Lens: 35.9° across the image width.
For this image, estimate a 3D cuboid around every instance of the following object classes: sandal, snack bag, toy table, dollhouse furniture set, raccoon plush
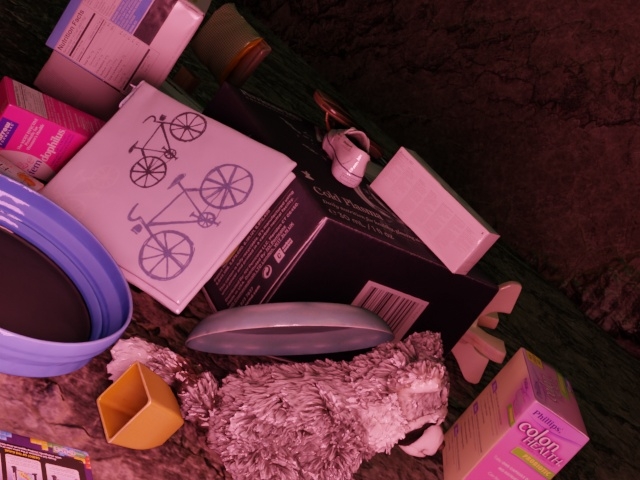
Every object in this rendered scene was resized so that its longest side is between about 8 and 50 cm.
[{"bbox_3d":[0.050,-0.222,1.994,0.219,0.060,0.090,39,14,-48],"label":"sandal"},{"bbox_3d":[-0.264,-0.082,1.614,0.343,0.323,0.037,29,-24,18],"label":"snack bag"},{"bbox_3d":[0.318,0.178,2.166,0.161,0.252,0.274,20,31,-2],"label":"toy table"},{"bbox_3d":[-0.289,-0.415,2.347,0.197,0.301,0.151,49,18,25],"label":"dollhouse furniture set"},{"bbox_3d":[-0.033,0.192,1.343,0.446,0.299,0.216,29,20,-22],"label":"raccoon plush"}]

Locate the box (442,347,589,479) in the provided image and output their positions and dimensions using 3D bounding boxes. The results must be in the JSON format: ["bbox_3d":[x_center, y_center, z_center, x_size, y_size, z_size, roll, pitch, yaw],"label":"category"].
[{"bbox_3d":[0.333,0.348,1.735,0.117,0.243,0.213,35,17,-6],"label":"box"}]

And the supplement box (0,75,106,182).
[{"bbox_3d":[-0.474,-0.177,1.728,0.220,0.111,0.114,24,23,-33],"label":"supplement box"}]

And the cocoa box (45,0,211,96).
[{"bbox_3d":[-0.370,-0.462,1.998,0.228,0.231,0.347,32,20,-14],"label":"cocoa box"}]

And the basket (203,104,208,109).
[{"bbox_3d":[-0.190,-0.212,2.295,0.227,0.154,0.204,44,17,31],"label":"basket"}]

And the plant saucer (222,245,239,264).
[{"bbox_3d":[-0.252,-0.022,1.653,0.241,0.037,0.241,-1,41,1],"label":"plant saucer"}]

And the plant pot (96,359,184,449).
[{"bbox_3d":[-0.225,0.222,1.277,0.083,0.081,0.081,38,14,-40],"label":"plant pot"}]

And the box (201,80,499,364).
[{"bbox_3d":[0.000,0.000,1.899,0.480,0.297,0.471,21,22,-41],"label":"box"}]

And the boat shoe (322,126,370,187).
[{"bbox_3d":[0.060,-0.168,1.821,0.083,0.075,0.226,29,19,-20],"label":"boat shoe"}]

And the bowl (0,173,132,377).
[{"bbox_3d":[-0.442,0.032,1.334,0.391,0.077,0.391,33,19,-13],"label":"bowl"}]

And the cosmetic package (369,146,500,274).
[{"bbox_3d":[0.204,-0.055,1.776,0.239,0.099,0.060,49,22,27],"label":"cosmetic package"}]

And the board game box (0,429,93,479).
[{"bbox_3d":[-0.317,0.268,1.034,0.170,0.048,0.141,25,24,-34],"label":"board game box"}]

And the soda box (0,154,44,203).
[{"bbox_3d":[-0.528,-0.108,1.537,0.183,0.063,0.058,35,19,-4],"label":"soda box"}]

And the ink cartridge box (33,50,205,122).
[{"bbox_3d":[-0.396,-0.283,2.101,0.309,0.130,0.272,42,19,12],"label":"ink cartridge box"}]

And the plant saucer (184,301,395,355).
[{"bbox_3d":[-0.047,0.135,1.503,0.318,0.318,0.043,14,69,-51],"label":"plant saucer"}]
